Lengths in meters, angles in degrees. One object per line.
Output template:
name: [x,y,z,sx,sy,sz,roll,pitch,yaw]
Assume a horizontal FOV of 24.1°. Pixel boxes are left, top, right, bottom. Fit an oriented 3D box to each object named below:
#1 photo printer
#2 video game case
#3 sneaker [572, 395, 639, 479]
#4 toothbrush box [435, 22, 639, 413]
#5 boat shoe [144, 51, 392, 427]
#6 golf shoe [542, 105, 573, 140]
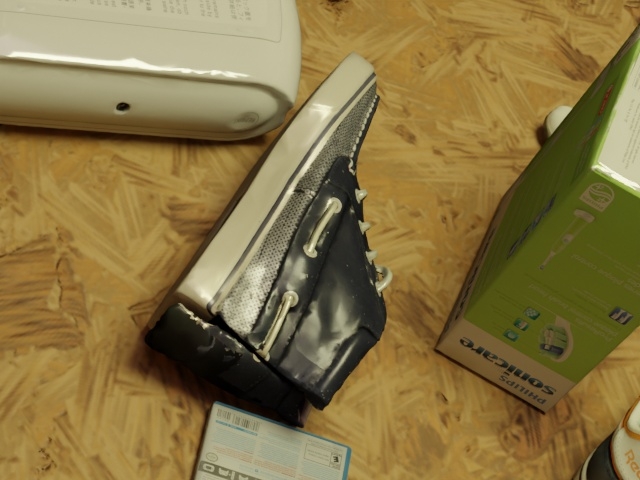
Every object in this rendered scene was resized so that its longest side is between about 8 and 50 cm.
photo printer: [-0.168,-0.212,1.319,0.307,0.107,0.256,2,57,-24]
video game case: [-0.044,0.213,1.142,0.119,0.015,0.166,20,51,-11]
sneaker: [0.354,0.146,1.302,0.126,0.127,0.321,46,50,12]
toothbrush box: [0.232,-0.020,1.256,0.122,0.283,0.206,31,50,-3]
boat shoe: [0.000,0.000,1.254,0.158,0.127,0.340,36,58,-6]
golf shoe: [0.306,-0.082,1.462,0.186,0.086,0.067,33,52,1]
